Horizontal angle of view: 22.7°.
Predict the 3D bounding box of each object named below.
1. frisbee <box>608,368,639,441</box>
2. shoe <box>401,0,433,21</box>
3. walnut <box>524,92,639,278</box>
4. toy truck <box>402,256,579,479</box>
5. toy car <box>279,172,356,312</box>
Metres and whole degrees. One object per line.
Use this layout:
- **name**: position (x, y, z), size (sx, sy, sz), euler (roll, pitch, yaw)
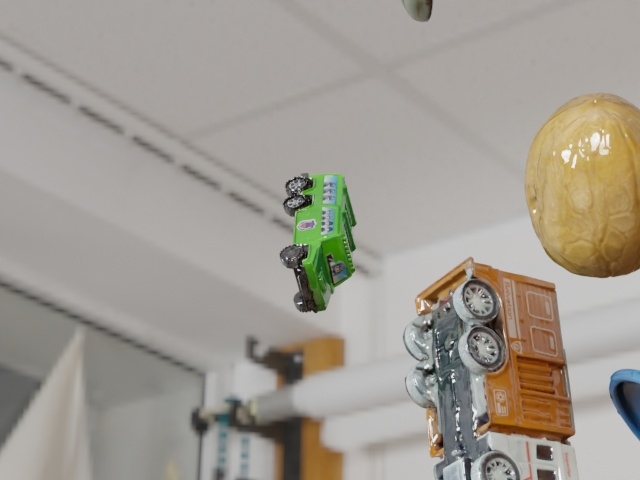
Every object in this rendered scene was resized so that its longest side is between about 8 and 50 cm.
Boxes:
- **frisbee**: position (0.426, 0.222, 1.781), size (0.242, 0.045, 0.242), euler (42, -13, 12)
- **shoe**: position (0.105, -0.407, 2.170), size (0.098, 0.103, 0.275), euler (-1, -42, 14)
- **walnut**: position (0.334, -0.064, 1.903), size (0.193, 0.193, 0.226), euler (-5, -57, 14)
- **toy truck**: position (0.254, 0.237, 2.255), size (0.206, 0.388, 0.173), euler (10, -29, -26)
- **toy car**: position (0.000, 0.000, 1.559), size (0.062, 0.165, 0.071), euler (-10, -56, 10)
